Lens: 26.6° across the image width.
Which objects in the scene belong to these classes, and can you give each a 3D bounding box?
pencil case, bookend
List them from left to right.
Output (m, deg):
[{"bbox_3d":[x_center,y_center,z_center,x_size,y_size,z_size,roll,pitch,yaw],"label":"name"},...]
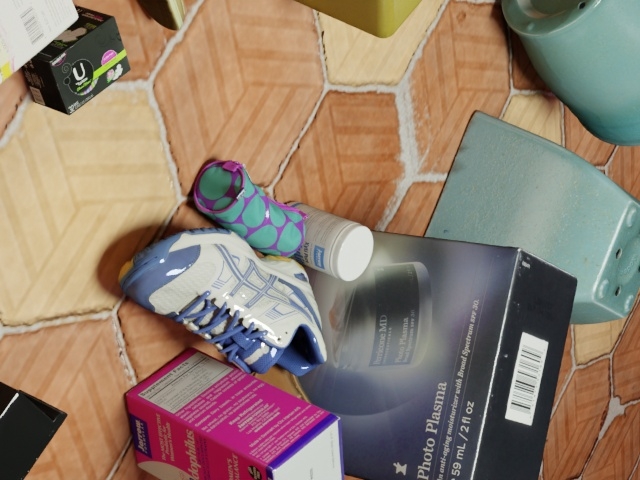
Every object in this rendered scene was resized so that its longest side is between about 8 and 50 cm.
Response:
[{"bbox_3d":[-0.340,0.180,1.251,0.156,0.072,0.157,-57,143,-19],"label":"bookend"},{"bbox_3d":[-0.075,-0.033,1.509,0.070,0.064,0.152,-52,145,-1],"label":"pencil case"}]

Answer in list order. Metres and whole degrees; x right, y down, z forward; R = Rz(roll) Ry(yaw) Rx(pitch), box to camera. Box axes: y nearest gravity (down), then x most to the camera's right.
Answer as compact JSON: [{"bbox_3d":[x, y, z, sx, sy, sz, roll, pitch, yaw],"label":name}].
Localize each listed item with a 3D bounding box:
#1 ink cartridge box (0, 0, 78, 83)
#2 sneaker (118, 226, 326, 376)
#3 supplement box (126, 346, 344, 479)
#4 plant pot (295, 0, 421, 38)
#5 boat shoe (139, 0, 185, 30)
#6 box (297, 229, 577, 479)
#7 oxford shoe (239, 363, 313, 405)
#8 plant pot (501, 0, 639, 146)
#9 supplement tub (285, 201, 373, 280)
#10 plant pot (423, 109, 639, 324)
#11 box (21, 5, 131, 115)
[{"bbox_3d":[-0.305,-0.180,1.119,0.198,0.067,0.115,-48,140,-31],"label":"ink cartridge box"},{"bbox_3d":[-0.088,0.075,1.460,0.112,0.131,0.296,-37,151,26],"label":"sneaker"},{"bbox_3d":[-0.094,0.221,1.478,0.114,0.220,0.111,-34,132,-39],"label":"supplement box"},{"bbox_3d":[0.042,-0.340,1.408,0.212,0.212,0.187,-51,155,-24],"label":"plant pot"},{"bbox_3d":[-0.158,-0.270,1.286,0.048,0.056,0.153,-44,131,-25],"label":"boat shoe"},{"bbox_3d":[0.115,0.151,1.625,0.183,0.294,0.296,23,77,-53],"label":"box"},{"bbox_3d":[-0.058,0.187,1.571,0.076,0.212,0.076,-33,150,29],"label":"oxford shoe"},{"bbox_3d":[0.391,-0.303,1.857,0.255,0.272,0.271,27,84,-40],"label":"plant pot"},{"bbox_3d":[0.000,0.000,1.590,0.071,0.107,0.071,-28,128,-43],"label":"supplement tub"},{"bbox_3d":[0.328,-0.006,1.909,0.247,0.252,0.247,24,88,-56],"label":"plant pot"},{"bbox_3d":[-0.227,-0.166,1.246,0.083,0.052,0.062,-43,138,-31],"label":"box"}]
